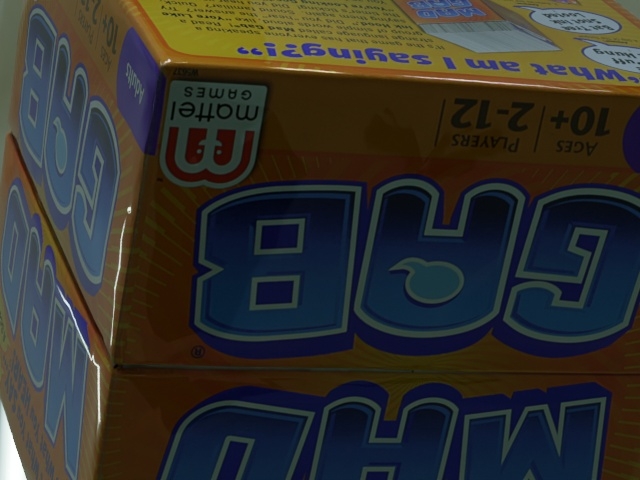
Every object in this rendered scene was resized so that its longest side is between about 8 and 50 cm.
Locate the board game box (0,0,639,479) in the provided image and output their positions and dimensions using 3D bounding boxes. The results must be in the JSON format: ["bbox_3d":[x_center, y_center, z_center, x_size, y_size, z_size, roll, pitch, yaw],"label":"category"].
[{"bbox_3d":[0.000,0.000,1.252,0.356,0.356,0.356,2,-66,-20],"label":"board game box"}]
